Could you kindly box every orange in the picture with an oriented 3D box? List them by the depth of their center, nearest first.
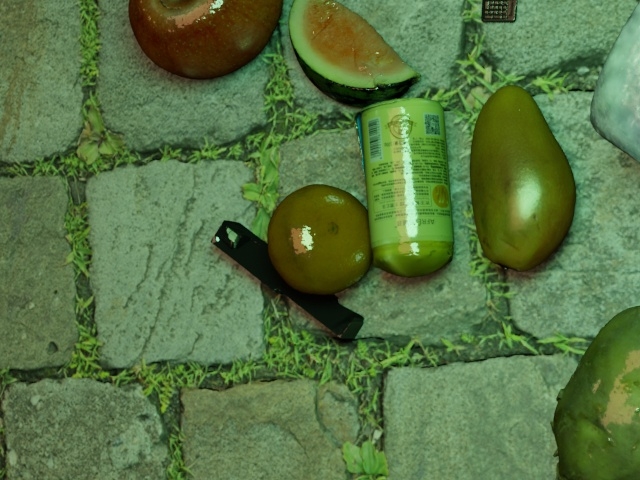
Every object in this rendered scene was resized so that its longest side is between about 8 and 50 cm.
[{"bbox_3d":[0.000,0.000,1.986,0.124,0.156,0.156,144,116,-67],"label":"orange"}]

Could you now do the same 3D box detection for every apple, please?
[{"bbox_3d":[-0.170,-0.348,2.077,0.210,0.173,0.235,39,102,23],"label":"apple"}]

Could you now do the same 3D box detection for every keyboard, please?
[{"bbox_3d":[0.251,-0.376,1.957,0.053,0.010,0.155,3,88,26],"label":"keyboard"}]

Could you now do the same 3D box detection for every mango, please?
[{"bbox_3d":[0.265,-0.084,1.875,0.138,0.113,0.253,-11,74,30],"label":"mango"}]

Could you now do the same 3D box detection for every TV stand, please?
[{"bbox_3d":[-0.048,0.057,2.057,0.256,0.049,0.040,37,101,24],"label":"TV stand"}]

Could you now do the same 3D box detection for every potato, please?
[{"bbox_3d":[0.397,0.212,1.772,0.191,0.141,0.296,32,100,8],"label":"potato"}]

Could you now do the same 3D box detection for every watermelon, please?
[{"bbox_3d":[0.033,-0.267,2.039,0.119,0.063,0.245,-47,61,-4],"label":"watermelon"}]

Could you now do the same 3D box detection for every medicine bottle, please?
[{"bbox_3d":[0.119,-0.069,1.941,0.124,0.124,0.239,-8,83,26],"label":"medicine bottle"}]

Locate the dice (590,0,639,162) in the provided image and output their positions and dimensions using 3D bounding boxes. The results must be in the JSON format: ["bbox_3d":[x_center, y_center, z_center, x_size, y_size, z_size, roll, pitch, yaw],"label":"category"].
[{"bbox_3d":[0.499,-0.175,1.672,0.270,0.271,0.270,36,102,24],"label":"dice"}]
